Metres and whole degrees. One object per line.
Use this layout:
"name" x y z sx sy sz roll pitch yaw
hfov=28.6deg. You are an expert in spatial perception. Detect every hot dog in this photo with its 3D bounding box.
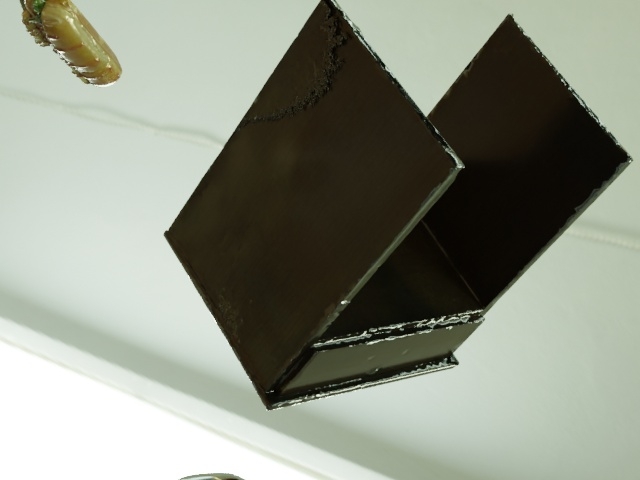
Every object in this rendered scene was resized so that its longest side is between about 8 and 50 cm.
"hot dog" -0.352 -0.284 1.735 0.076 0.250 0.104 -42 -109 -1

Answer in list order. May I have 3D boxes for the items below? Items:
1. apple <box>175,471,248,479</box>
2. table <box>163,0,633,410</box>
"apple" -0.129 0.320 1.283 0.158 0.147 0.156 -35 -127 34
"table" 0.064 -0.032 1.063 0.282 0.251 0.196 -52 -121 34
